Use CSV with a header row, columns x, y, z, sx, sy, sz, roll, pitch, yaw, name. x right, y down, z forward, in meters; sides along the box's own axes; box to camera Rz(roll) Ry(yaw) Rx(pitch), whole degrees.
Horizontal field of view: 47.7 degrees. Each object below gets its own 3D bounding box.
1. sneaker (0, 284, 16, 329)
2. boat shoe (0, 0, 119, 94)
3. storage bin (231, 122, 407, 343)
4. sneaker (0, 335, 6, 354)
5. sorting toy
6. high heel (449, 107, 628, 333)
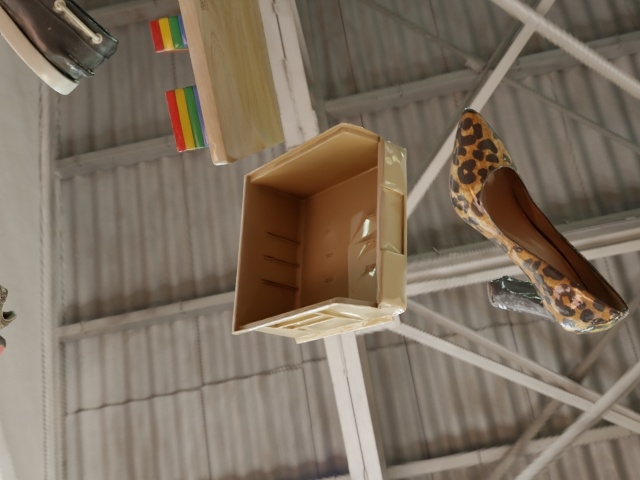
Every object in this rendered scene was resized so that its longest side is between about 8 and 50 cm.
x,y,z,sx,sy,sz,roll,pitch,yaw,name
-0.566,0.079,1.210,0.071,0.188,0.066,-25,-130,-26,sneaker
-0.345,-0.302,0.776,0.091,0.114,0.302,-38,-65,3,boat shoe
0.000,0.000,1.066,0.123,0.260,0.262,18,-116,-35,storage bin
-0.652,0.222,1.140,0.314,0.116,0.136,-12,-109,-8,sneaker
-0.160,-0.259,1.130,0.089,0.255,0.257,-6,-77,18,sorting toy
0.241,-0.025,0.794,0.093,0.186,0.261,-27,-71,-26,high heel
